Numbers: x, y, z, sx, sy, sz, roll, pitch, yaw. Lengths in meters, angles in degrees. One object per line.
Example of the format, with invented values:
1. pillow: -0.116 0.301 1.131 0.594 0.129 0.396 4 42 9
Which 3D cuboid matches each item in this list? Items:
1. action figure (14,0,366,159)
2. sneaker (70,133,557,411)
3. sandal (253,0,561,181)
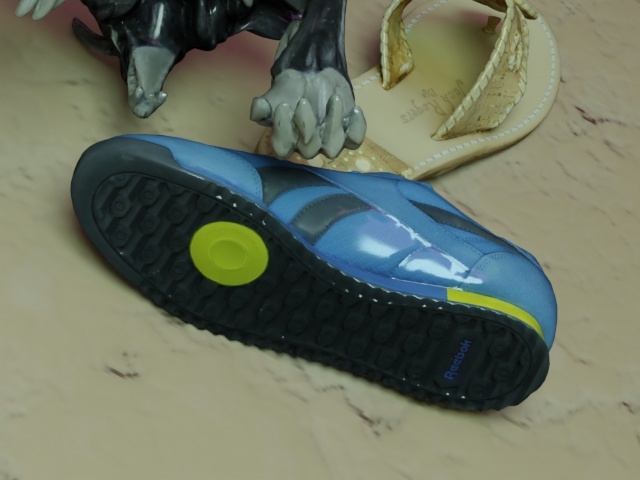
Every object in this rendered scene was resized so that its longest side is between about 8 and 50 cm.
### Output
1. action figure: -0.046 -0.114 0.608 0.164 0.275 0.141 19 58 -13
2. sneaker: 0.000 0.000 0.669 0.209 0.069 0.082 21 38 -11
3. sandal: 0.062 -0.085 0.760 0.088 0.079 0.240 42 46 11
